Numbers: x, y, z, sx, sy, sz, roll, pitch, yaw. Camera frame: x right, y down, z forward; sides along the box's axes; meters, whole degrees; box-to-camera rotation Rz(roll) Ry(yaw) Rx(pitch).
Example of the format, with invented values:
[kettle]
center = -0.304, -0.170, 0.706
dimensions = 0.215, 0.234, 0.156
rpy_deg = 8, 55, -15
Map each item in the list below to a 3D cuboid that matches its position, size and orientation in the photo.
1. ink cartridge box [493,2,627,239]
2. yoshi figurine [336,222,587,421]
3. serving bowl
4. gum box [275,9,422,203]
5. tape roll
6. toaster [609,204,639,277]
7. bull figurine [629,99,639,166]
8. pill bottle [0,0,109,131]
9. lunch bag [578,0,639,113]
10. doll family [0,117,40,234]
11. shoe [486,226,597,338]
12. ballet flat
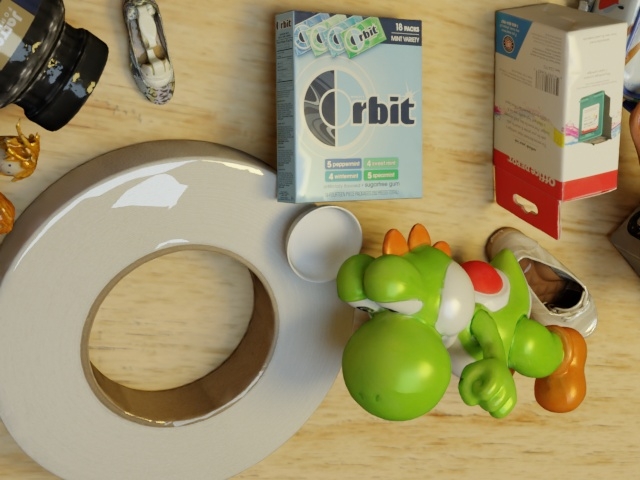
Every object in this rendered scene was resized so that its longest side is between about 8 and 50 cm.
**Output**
[ink cartridge box]
center = 0.258, -0.132, 1.061
dimensions = 0.078, 0.134, 0.231
rpy_deg = -13, 117, -19
[yoshi figurine]
center = 0.137, 0.126, 1.047
dimensions = 0.203, 0.203, 0.362
rpy_deg = -39, 141, 24
[serving bowl]
center = 0.000, 0.000, 0.982
dimensions = 0.083, 0.027, 0.083
rpy_deg = -9, 114, -21
[gum box]
center = 0.031, -0.132, 0.972
dimensions = 0.157, 0.041, 0.184
rpy_deg = -4, 97, -32
[tape roll]
center = -0.153, 0.087, 1.007
dimensions = 0.392, 0.072, 0.392
rpy_deg = -10, 115, -21
[toaster]
center = 0.491, 0.007, 1.240
dimensions = 0.168, 0.110, 0.186
rpy_deg = -46, 122, 1
[bull figurine]
center = 0.446, -0.048, 1.087
dimensions = 0.188, 0.101, 0.310
rpy_deg = -32, 117, -10
[pill bottle]
center = -0.292, -0.186, 0.797
dimensions = 0.219, 0.123, 0.123
rpy_deg = 32, 96, -31
[lunch bag]
center = 0.437, -0.258, 1.103
dimensions = 0.303, 0.115, 0.243
rpy_deg = 3, 115, -24
[doll family]
center = -0.326, -0.066, 0.812
dimensions = 0.163, 0.118, 0.263
rpy_deg = 17, 138, -13
[shoe]
center = 0.286, 0.067, 1.202
dimensions = 0.219, 0.058, 0.076
rpy_deg = 40, 91, -32
[ballet flat]
center = -0.161, -0.178, 0.908
dimensions = 0.041, 0.041, 0.114
rpy_deg = -19, 118, -16
